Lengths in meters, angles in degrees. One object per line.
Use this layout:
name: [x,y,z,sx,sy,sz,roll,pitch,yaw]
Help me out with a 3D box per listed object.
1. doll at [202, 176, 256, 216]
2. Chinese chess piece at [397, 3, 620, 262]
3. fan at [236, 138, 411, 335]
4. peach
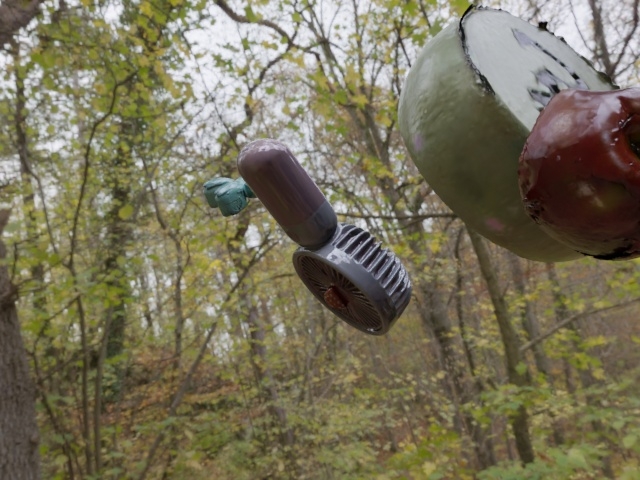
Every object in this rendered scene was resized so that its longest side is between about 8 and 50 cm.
doll: [-0.140,-0.105,1.014,0.159,0.059,0.159,-23,21,-13]
Chinese chess piece: [0.272,-0.142,0.690,0.350,0.349,0.146,-7,-29,-36]
fan: [0.000,0.000,0.548,0.074,0.244,0.130,-47,24,-20]
peach: [0.217,-0.037,0.415,0.092,0.127,0.172,-55,-25,-15]
